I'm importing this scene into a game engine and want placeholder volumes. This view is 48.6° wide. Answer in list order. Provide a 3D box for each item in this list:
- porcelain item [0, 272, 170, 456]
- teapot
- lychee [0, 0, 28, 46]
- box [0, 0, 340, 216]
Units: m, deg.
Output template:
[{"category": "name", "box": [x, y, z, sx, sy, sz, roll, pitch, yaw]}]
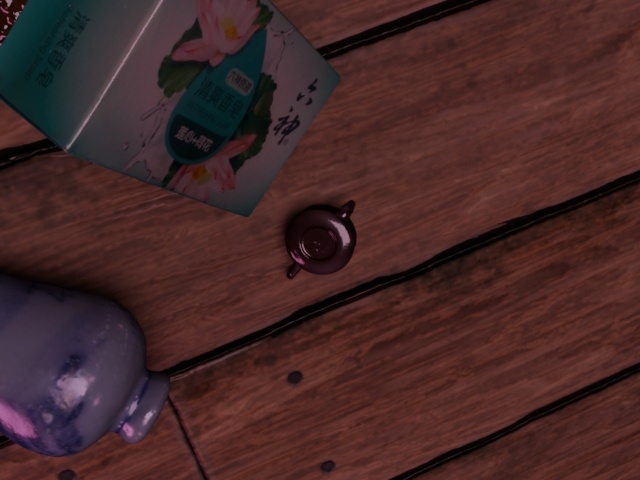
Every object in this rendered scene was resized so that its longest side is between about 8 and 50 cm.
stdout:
[{"category": "porcelain item", "box": [-0.255, 0.090, 0.601, 0.259, 0.141, 0.141, 31, 96, -14]}, {"category": "teapot", "box": [0.000, 0.000, 0.694, 0.068, 0.045, 0.100, 41, 111, -1]}, {"category": "lychee", "box": [-0.223, -0.203, 0.503, 0.171, 0.171, 0.171, -5, 109, -16]}, {"category": "box", "box": [-0.096, -0.119, 0.522, 0.153, 0.092, 0.245, -57, 158, 6]}]
